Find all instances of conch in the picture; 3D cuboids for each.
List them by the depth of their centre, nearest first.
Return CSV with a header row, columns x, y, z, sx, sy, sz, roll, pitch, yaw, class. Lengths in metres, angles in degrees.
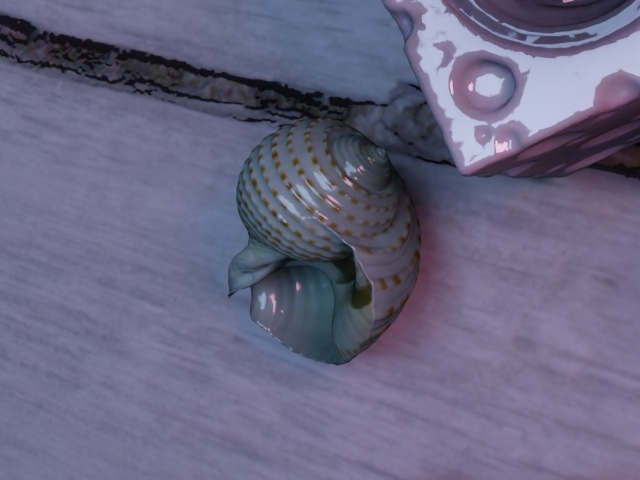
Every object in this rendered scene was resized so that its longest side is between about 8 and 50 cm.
x,y,z,sx,sy,sz,roll,pitch,yaw,class
0.008,-0.007,1.018,0.172,0.131,0.200,47,149,3,conch

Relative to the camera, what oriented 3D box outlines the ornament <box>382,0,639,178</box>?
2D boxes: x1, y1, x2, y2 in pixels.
x,y,z,sx,sy,sz,roll,pitch,yaw,class
0.186,-0.197,0.858,0.240,0.240,0.239,-26,82,25,ornament
